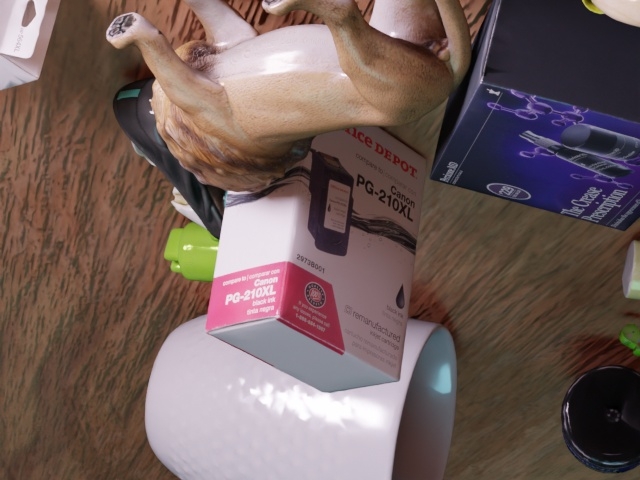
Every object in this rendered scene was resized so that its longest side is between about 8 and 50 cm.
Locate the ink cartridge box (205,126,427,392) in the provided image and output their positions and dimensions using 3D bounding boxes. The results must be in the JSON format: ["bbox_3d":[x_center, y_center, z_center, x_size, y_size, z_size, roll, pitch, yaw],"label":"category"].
[{"bbox_3d":[0.000,0.000,1.600,0.100,0.237,0.172,-14,148,40],"label":"ink cartridge box"}]

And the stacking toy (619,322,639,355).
[{"bbox_3d":[0.448,0.093,1.883,0.221,0.052,0.167,11,156,3],"label":"stacking toy"}]

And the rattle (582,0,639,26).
[{"bbox_3d":[0.271,-0.198,1.113,0.200,0.142,0.130,23,-160,40],"label":"rattle"}]

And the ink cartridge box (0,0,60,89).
[{"bbox_3d":[-0.297,-0.186,1.468,0.143,0.092,0.090,-11,149,39],"label":"ink cartridge box"}]

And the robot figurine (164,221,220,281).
[{"bbox_3d":[-0.112,0.013,1.902,0.115,0.067,0.101,2,145,19],"label":"robot figurine"}]

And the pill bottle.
[{"bbox_3d":[0.358,0.224,2.111,0.123,0.122,0.219,6,170,10],"label":"pill bottle"}]

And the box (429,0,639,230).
[{"bbox_3d":[0.202,-0.105,1.384,0.184,0.103,0.261,17,165,0],"label":"box"}]

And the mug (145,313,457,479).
[{"bbox_3d":[-0.014,0.204,2.115,0.328,0.276,0.374,9,-171,18],"label":"mug"}]

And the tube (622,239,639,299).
[{"bbox_3d":[0.433,0.045,1.752,0.240,0.070,0.062,7,131,1],"label":"tube"}]

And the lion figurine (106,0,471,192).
[{"bbox_3d":[-0.007,-0.136,1.380,0.392,0.142,0.240,0,143,42],"label":"lion figurine"}]

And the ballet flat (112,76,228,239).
[{"bbox_3d":[-0.113,-0.072,1.683,0.096,0.095,0.280,8,150,33],"label":"ballet flat"}]
